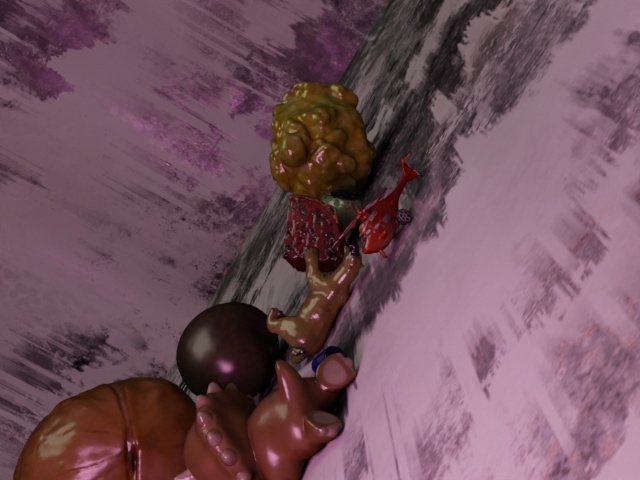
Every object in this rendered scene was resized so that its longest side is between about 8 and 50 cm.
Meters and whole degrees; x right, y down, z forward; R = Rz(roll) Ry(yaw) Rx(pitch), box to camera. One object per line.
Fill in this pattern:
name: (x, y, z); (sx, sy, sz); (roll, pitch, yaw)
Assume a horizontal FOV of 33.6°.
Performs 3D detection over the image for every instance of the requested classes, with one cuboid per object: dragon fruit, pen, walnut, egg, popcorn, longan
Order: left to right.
walnut: (-0.341, 0.403, 1.805); (0.398, 0.354, 0.307); (124, 146, -53)
longan: (-0.174, 0.216, 2.000); (0.198, 0.198, 0.212); (-55, 30, 34)
pen: (-0.025, 0.216, 1.654); (0.033, 0.033, 0.269); (-65, 9, -29)
popcorn: (-0.002, -0.181, 2.173); (0.235, 0.242, 0.250); (-29, 30, 21)
dragon fruit: (0.000, -0.002, 1.934); (0.161, 0.127, 0.120); (60, -140, -71)
egg: (0.038, -0.054, 1.981); (0.085, 0.085, 0.110); (-63, 12, -14)

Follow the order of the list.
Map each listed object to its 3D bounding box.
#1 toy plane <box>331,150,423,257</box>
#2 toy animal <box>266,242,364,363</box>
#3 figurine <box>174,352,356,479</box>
toy plane: (0.103, -0.049, 1.653); (0.126, 0.077, 0.194); (-50, 5, 35)
toy animal: (0.000, 0.102, 1.737); (0.218, 0.103, 0.101); (-59, 28, -4)
figurine: (-0.092, 0.255, 1.442); (0.247, 0.173, 0.177); (-55, 10, 37)
